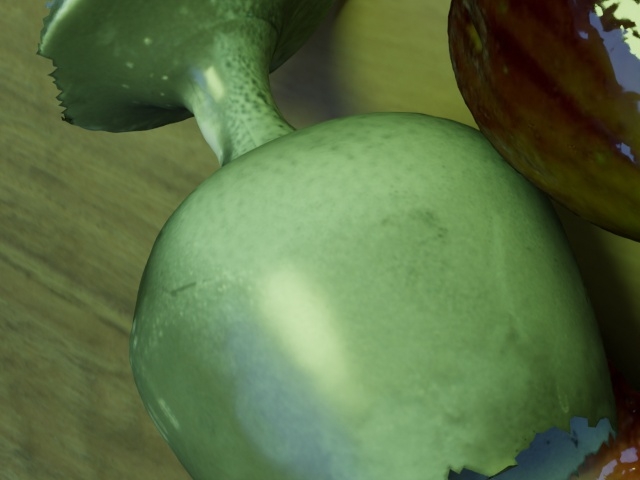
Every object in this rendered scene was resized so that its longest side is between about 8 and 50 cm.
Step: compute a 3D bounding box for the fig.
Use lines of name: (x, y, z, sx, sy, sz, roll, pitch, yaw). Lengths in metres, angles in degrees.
fig: (0.164, -0.054, 0.546, 0.274, 0.145, 0.170, 53, 146, 38)

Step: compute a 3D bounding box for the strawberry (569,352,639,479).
strawberry: (0.130, 0.108, 0.773, 0.167, 0.087, 0.208, -29, 61, 35)

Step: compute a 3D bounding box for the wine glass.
wine glass: (0.000, 0.000, 0.693, 0.323, 0.238, 0.238, 59, 145, 20)
